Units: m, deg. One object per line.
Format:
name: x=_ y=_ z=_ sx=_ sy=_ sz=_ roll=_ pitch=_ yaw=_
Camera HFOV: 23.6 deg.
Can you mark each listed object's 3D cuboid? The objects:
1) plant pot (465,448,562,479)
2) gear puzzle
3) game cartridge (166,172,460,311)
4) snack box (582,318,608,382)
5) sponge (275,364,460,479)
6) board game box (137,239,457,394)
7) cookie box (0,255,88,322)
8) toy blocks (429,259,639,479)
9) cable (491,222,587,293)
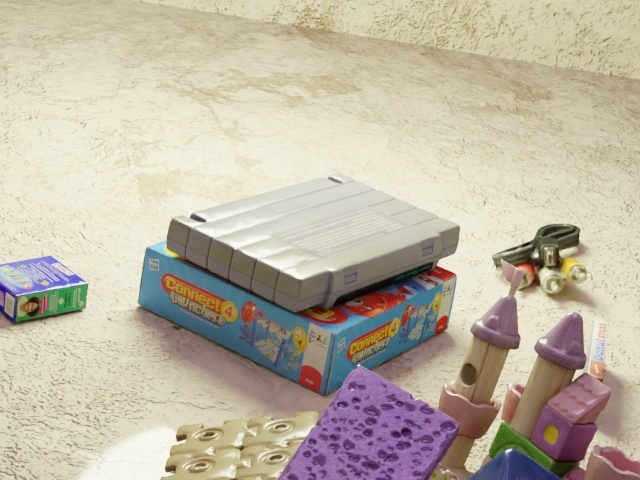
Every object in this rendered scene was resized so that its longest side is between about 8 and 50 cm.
plant pot: x=0.148 y=0.344 z=1.167 sx=0.236 sy=0.236 sz=0.212 roll=38 pitch=30 yaw=-9
gear puzzle: x=-0.080 y=0.260 z=1.527 sx=0.175 sy=0.044 sz=0.339 roll=-7 pitch=16 yaw=5
game cartridge: x=0.000 y=0.000 z=2.004 sx=0.230 sy=0.068 sz=0.355 roll=29 pitch=28 yaw=30
snack box: x=0.352 y=0.165 z=1.978 sx=0.022 sy=0.064 sz=0.178 roll=14 pitch=23 yaw=8
sponge: x=0.028 y=0.223 z=1.413 sx=0.117 sy=0.031 sz=0.210 roll=28 pitch=59 yaw=17
board game box: x=-0.027 y=0.064 z=2.025 sx=0.308 sy=0.086 sz=0.302 roll=23 pitch=25 yaw=28
cookie box: x=-0.364 y=0.061 z=1.943 sx=0.107 sy=0.040 sz=0.092 roll=-11 pitch=30 yaw=-41
toy blocks: x=0.210 y=0.192 z=1.521 sx=0.308 sy=0.260 sz=0.288 roll=8 pitch=19 yaw=-40
cable: x=0.338 y=0.029 z=2.357 sx=0.139 sy=0.072 sz=0.287 roll=-4 pitch=8 yaw=10
